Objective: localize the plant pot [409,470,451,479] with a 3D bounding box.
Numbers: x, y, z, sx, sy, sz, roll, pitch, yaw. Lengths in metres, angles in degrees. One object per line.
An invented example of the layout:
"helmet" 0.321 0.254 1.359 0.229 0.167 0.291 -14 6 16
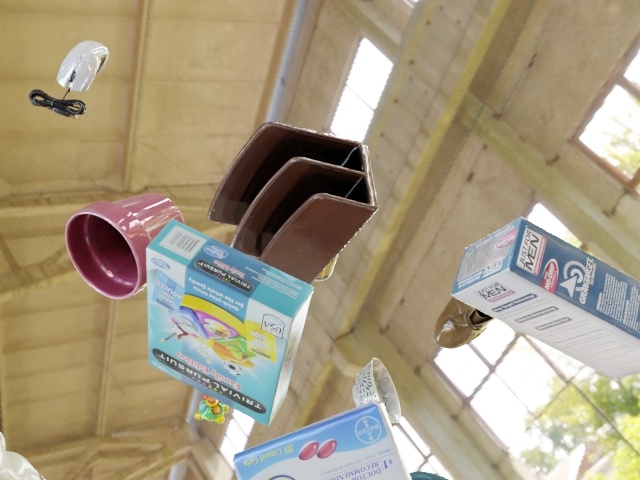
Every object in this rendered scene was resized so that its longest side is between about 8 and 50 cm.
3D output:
"plant pot" 0.172 0.714 1.523 0.334 0.341 0.341 -24 -30 -40

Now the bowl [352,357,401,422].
"bowl" 0.131 0.388 1.851 0.080 0.170 0.170 -24 -23 15

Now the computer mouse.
"computer mouse" -0.485 -0.332 1.457 0.042 0.106 0.193 112 177 -64

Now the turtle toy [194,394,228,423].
"turtle toy" -0.338 0.515 2.323 0.130 0.095 0.066 -73 -10 -57

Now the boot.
"boot" 0.342 0.160 1.650 0.115 0.112 0.305 -37 -10 -51

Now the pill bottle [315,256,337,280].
"pill bottle" 0.000 0.000 1.772 0.103 0.103 0.184 -15 -45 -39

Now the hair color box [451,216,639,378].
"hair color box" 0.416 0.104 1.228 0.174 0.347 0.105 -41 25 62

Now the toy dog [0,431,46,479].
"toy dog" -0.667 0.559 1.440 0.285 0.395 0.408 -24 2 5

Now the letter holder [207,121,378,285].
"letter holder" -0.069 -0.052 1.344 0.215 0.152 0.302 11 -38 -25

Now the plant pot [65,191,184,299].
"plant pot" -0.384 -0.007 1.508 0.180 0.201 0.201 -41 -18 -48

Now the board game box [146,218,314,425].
"board game box" -0.163 0.150 1.237 0.079 0.254 0.336 -56 -14 -41

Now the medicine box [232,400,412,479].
"medicine box" 0.030 0.449 1.230 0.264 0.289 0.149 -21 -14 2
